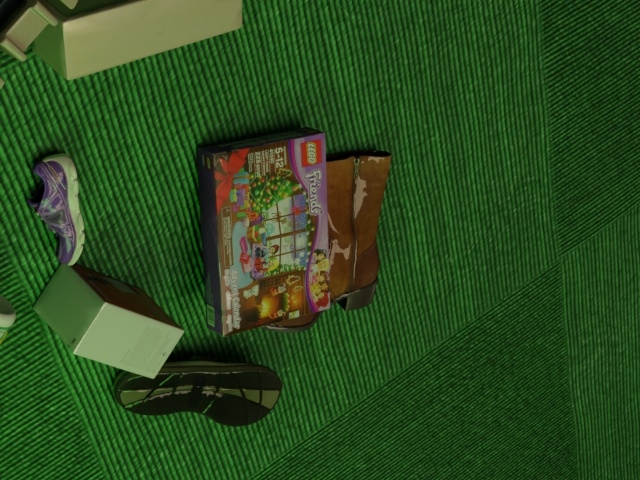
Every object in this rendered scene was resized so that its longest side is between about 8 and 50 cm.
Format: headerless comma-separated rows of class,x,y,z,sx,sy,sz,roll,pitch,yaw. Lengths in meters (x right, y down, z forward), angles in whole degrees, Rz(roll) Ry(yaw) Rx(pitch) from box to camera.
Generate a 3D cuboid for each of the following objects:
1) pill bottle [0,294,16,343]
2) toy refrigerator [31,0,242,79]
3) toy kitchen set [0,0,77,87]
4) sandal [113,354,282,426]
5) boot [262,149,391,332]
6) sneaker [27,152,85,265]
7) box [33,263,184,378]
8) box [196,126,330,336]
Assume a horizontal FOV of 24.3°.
pill bottle,-0.518,0.159,2.042,0.117,0.117,0.208,25,101,-49
toy refrigerator,-0.242,-0.307,1.966,0.269,0.102,0.094,-22,131,-29
toy kitchen set,-0.409,-0.290,1.733,0.207,0.122,0.166,-49,136,-3
sandal,-0.195,0.227,2.420,0.302,0.086,0.120,11,117,-30
boot,0.000,0.000,2.419,0.264,0.096,0.280,-11,122,-28
sneaker,-0.373,-0.043,2.084,0.071,0.068,0.170,-13,119,-17
box,-0.311,0.117,2.190,0.170,0.130,0.091,26,101,-49
box,-0.085,-0.015,2.292,0.201,0.057,0.293,-14,112,-31
